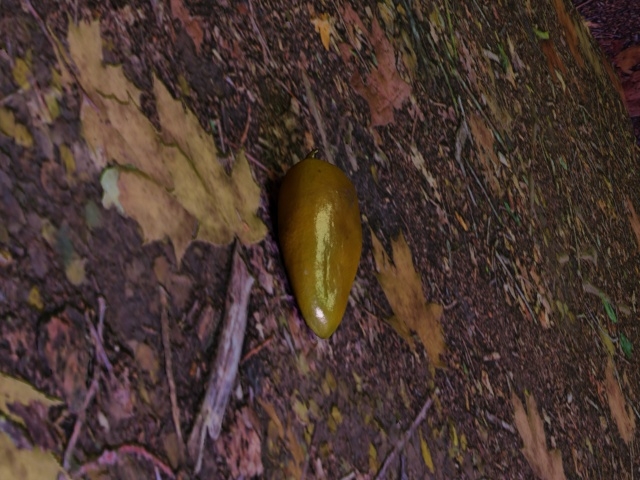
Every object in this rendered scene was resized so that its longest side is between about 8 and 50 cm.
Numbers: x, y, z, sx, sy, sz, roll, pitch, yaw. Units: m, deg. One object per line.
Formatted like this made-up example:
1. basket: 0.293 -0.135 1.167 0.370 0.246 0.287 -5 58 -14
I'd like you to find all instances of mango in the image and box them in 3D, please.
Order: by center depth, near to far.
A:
1. mango: 0.000 0.000 1.283 0.101 0.066 0.187 35 49 -53
